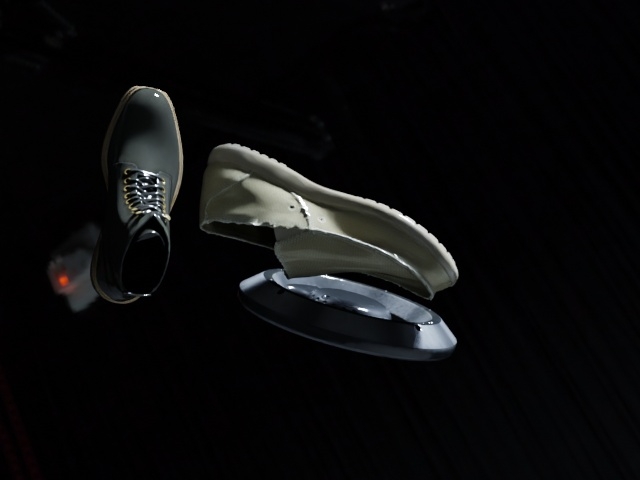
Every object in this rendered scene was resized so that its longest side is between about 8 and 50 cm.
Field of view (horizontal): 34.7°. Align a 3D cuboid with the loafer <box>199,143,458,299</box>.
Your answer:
[{"bbox_3d":[0.000,0.000,0.982,0.092,0.268,0.102,-63,-12,-13],"label":"loafer"}]

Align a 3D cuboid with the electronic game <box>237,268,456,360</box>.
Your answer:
[{"bbox_3d":[0.027,0.077,1.049,0.229,0.229,0.048,2,-76,-56],"label":"electronic game"}]

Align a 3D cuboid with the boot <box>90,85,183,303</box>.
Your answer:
[{"bbox_3d":[-0.148,-0.042,0.888,0.076,0.198,0.137,5,-3,-19],"label":"boot"}]
